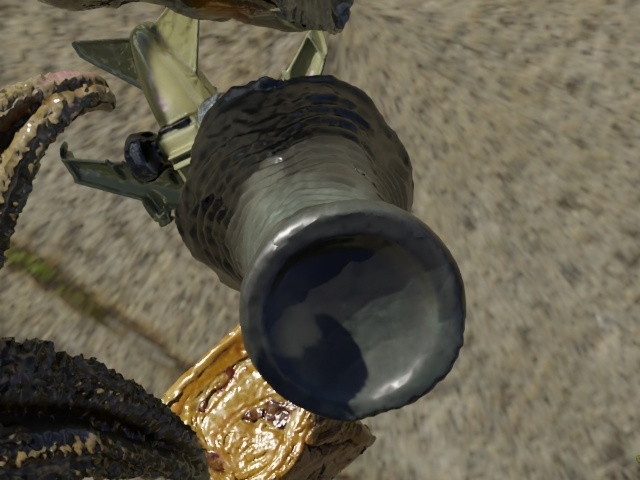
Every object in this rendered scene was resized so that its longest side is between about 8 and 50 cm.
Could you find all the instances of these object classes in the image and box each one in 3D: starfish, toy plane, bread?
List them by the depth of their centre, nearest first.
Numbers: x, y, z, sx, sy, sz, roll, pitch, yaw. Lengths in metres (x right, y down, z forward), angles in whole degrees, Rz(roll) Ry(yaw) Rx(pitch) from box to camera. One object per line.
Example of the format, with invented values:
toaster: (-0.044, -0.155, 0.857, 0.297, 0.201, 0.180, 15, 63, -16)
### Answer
starfish: (-0.125, 0.054, 0.551, 0.227, 0.043, 0.240, 36, 81, -40)
toy plane: (-0.075, -0.061, 1.401, 0.242, 0.104, 0.256, -24, 98, 27)
bread: (-0.052, 0.168, 1.743, 0.149, 0.143, 0.158, -37, 69, -3)

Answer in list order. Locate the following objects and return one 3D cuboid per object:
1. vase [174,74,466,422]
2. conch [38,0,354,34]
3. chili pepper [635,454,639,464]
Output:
vase: (0.000, 0.000, 0.745, 0.115, 0.237, 0.115, -1, 101, -5)
conch: (-0.073, -0.147, 0.963, 0.207, 0.155, 0.130, 27, 120, -22)
chili pepper: (0.343, 0.149, 1.569, 0.063, 0.272, 0.071, -15, 76, -29)
